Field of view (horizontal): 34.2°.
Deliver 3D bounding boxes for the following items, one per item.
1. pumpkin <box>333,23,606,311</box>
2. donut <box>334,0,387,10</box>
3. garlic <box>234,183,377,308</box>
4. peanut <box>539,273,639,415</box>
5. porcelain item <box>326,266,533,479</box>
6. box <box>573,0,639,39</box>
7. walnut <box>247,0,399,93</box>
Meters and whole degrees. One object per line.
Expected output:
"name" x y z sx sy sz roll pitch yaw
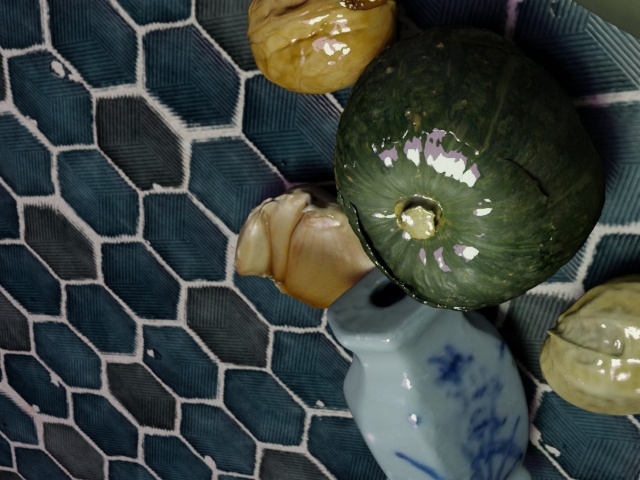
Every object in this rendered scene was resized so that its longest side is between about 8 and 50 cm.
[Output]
"pumpkin" 0.159 -0.079 1.205 0.328 0.257 0.291 47 131 -11
"donut" 0.119 -0.353 1.120 0.294 0.151 0.112 -17 123 28
"garlic" 0.000 0.000 1.481 0.217 0.110 0.228 28 144 -3
"peanut" 0.423 0.119 1.260 0.339 0.158 0.174 -9 86 33
"porcelain item" 0.162 0.225 1.450 0.178 0.242 0.405 20 142 50
"box" 0.323 -0.295 0.936 0.290 0.166 0.221 49 150 46
"walnut" 0.004 -0.258 1.256 0.206 0.159 0.159 -11 115 39
